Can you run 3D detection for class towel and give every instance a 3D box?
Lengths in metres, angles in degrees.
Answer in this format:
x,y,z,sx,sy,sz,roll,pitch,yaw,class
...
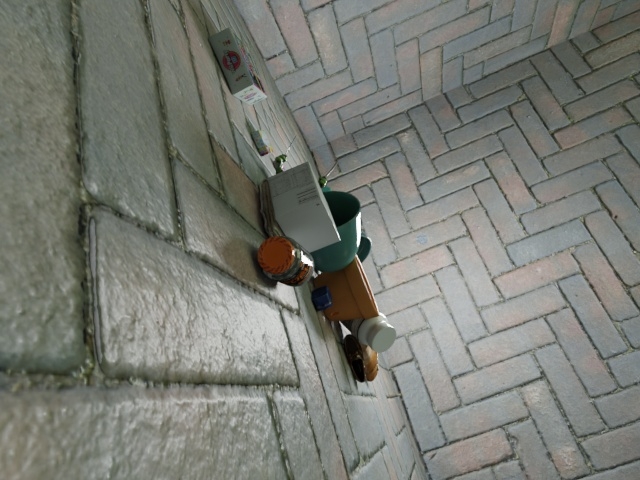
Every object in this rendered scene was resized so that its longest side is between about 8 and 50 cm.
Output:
x,y,z,sx,sy,sz,roll,pitch,yaw,class
-0.141,-0.060,1.332,0.282,0.049,0.187,-105,172,-50,towel

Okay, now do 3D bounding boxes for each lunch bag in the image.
x,y,z,sx,sy,sz,roll,pitch,yaw,class
0.009,0.223,1.524,0.098,0.067,0.065,-88,155,-71,lunch bag

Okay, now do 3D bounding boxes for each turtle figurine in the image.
x,y,z,sx,sy,sz,roll,pitch,yaw,class
-0.074,-0.249,1.522,0.198,0.274,0.266,53,12,-32,turtle figurine

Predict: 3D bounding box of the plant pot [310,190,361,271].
x,y,z,sx,sy,sz,roll,pitch,yaw,class
0.025,-0.020,1.576,0.293,0.293,0.235,-101,180,-56,plant pot

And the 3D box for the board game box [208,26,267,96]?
x,y,z,sx,sy,sz,roll,pitch,yaw,class
-0.324,-0.691,1.641,0.303,0.097,0.224,-73,141,-77,board game box

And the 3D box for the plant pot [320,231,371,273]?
x,y,z,sx,sy,sz,roll,pitch,yaw,class
0.062,-0.007,1.911,0.255,0.271,0.271,56,-1,36,plant pot

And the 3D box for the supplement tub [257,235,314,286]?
x,y,z,sx,sy,sz,roll,pitch,yaw,class
-0.091,0.056,1.070,0.190,0.117,0.117,44,25,-72,supplement tub

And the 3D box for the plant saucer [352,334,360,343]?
x,y,z,sx,sy,sz,roll,pitch,yaw,class
0.197,0.518,2.226,0.168,0.029,0.168,-21,90,-84,plant saucer

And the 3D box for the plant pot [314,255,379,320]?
x,y,z,sx,sy,sz,roll,pitch,yaw,class
0.102,0.214,1.705,0.291,0.203,0.291,-21,90,-84,plant pot

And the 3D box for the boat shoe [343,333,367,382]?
x,y,z,sx,sy,sz,roll,pitch,yaw,class
0.154,0.508,1.742,0.073,0.073,0.207,35,34,-81,boat shoe

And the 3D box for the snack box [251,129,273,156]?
x,y,z,sx,sy,sz,roll,pitch,yaw,class
-0.236,-0.400,1.657,0.141,0.037,0.100,-84,151,-75,snack box

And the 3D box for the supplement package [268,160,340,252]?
x,y,z,sx,sy,sz,roll,pitch,yaw,class
-0.054,-0.099,1.287,0.203,0.149,0.194,-106,172,-45,supplement package

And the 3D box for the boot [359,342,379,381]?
x,y,z,sx,sy,sz,roll,pitch,yaw,class
0.269,0.556,2.074,0.283,0.109,0.220,-61,140,-53,boot

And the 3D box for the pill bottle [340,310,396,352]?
x,y,z,sx,sy,sz,roll,pitch,yaw,class
0.206,0.373,1.827,0.278,0.162,0.162,36,-22,52,pill bottle

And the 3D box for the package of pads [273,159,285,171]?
x,y,z,sx,sy,sz,roll,pitch,yaw,class
-0.187,-0.333,1.858,0.083,0.032,0.050,48,19,-71,package of pads

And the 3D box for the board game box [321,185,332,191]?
x,y,z,sx,sy,sz,roll,pitch,yaw,class
-0.018,-0.112,1.752,0.047,0.210,0.160,33,-25,53,board game box
